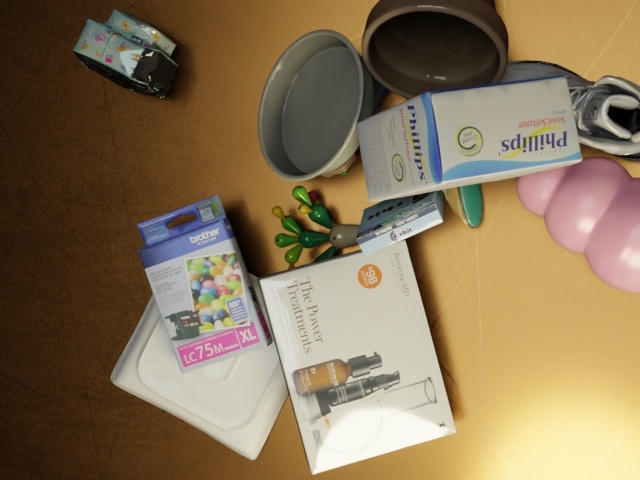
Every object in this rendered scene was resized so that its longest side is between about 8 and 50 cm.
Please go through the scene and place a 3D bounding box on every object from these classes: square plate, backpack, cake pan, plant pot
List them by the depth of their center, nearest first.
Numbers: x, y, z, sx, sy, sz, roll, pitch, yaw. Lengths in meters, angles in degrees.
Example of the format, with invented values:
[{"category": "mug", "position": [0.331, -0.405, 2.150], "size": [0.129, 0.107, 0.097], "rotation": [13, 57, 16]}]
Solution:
[{"category": "plant pot", "position": [0.219, -0.413, 1.765], "size": [0.263, 0.263, 0.229], "rotation": [5, 60, 15]}, {"category": "cake pan", "position": [-0.008, -0.252, 1.857], "size": [0.293, 0.054, 0.293], "rotation": [-13, 71, 45]}, {"category": "square plate", "position": [-0.211, 0.221, 1.965], "size": [0.347, 0.049, 0.344], "rotation": [28, 98, 5]}, {"category": "backpack", "position": [-0.394, -0.383, 1.967], "size": [0.188, 0.166, 0.144], "rotation": [18, 93, 10]}]

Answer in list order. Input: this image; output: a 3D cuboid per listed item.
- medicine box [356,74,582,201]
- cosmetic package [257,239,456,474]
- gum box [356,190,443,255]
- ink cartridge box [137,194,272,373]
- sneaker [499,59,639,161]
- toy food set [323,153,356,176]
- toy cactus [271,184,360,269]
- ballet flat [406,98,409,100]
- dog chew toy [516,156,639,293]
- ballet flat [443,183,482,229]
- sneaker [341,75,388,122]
[{"category": "medicine box", "position": [0.241, -0.167, 1.646], "size": [0.263, 0.289, 0.149], "rotation": [-10, 90, -21]}, {"category": "cosmetic package", "position": [0.067, 0.214, 1.832], "size": [0.284, 0.097, 0.377], "rotation": [-16, 92, -6]}, {"category": "gum box", "position": [0.151, -0.047, 1.815], "size": [0.157, 0.184, 0.041], "rotation": [-24, 103, 14]}, {"category": "ink cartridge box", "position": [-0.233, 0.085, 1.903], "size": [0.185, 0.065, 0.311], "rotation": [-19, 90, 8]}, {"category": "sneaker", "position": [0.444, -0.243, 1.719], "size": [0.365, 0.210, 0.137], "rotation": [21, 96, 14]}, {"category": "toy food set", "position": [0.029, -0.169, 1.931], "size": [0.082, 0.020, 0.083], "rotation": [-11, 88, 15]}, {"category": "toy cactus", "position": [0.000, 0.000, 1.915], "size": [0.180, 0.112, 0.219], "rotation": [-6, 87, -4]}, {"category": "ballet flat", "position": [0.185, -0.261, 1.871], "size": [0.052, 0.057, 0.168], "rotation": [13, 95, 5]}, {"category": "dog chew toy", "position": [0.494, -0.053, 1.724], "size": [0.332, 0.206, 0.207], "rotation": [35, 99, 21]}, {"category": "ballet flat", "position": [0.259, -0.134, 1.854], "size": [0.073, 0.080, 0.232], "rotation": [-7, 86, 43]}, {"category": "sneaker", "position": [0.106, -0.318, 1.868], "size": [0.083, 0.098, 0.224], "rotation": [23, 97, 14]}]
